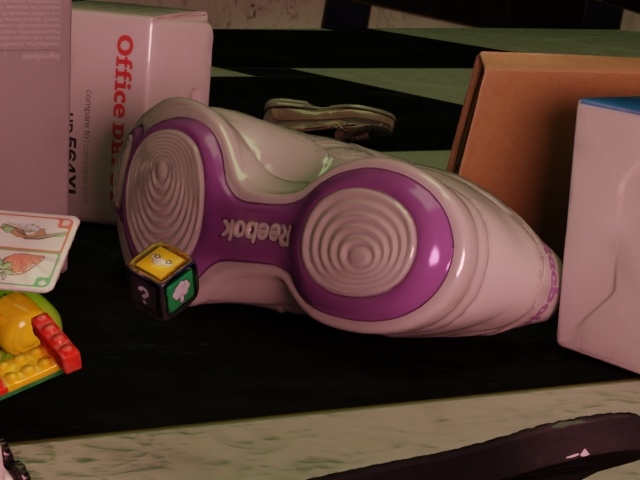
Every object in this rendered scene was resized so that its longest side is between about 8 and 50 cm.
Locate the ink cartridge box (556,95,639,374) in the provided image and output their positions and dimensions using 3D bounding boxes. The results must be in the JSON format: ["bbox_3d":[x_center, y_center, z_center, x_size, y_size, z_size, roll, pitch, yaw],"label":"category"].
[{"bbox_3d":[0.238,-0.009,1.013,0.231,0.134,0.078,-6,14,-38],"label":"ink cartridge box"}]

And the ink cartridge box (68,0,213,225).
[{"bbox_3d":[-0.187,-0.095,1.330,0.203,0.148,0.086,7,10,24],"label":"ink cartridge box"}]

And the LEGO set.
[{"bbox_3d":[-0.176,0.026,0.730,0.244,0.060,0.182,5,41,7],"label":"LEGO set"}]

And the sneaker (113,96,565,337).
[{"bbox_3d":[0.000,0.000,1.052,0.152,0.114,0.305,12,5,-45],"label":"sneaker"}]

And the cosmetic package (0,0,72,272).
[{"bbox_3d":[-0.214,-0.101,1.119,0.107,0.238,0.127,-1,8,-34],"label":"cosmetic package"}]

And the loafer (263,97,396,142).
[{"bbox_3d":[0.007,-0.105,1.778,0.125,0.039,0.045,6,-23,4],"label":"loafer"}]

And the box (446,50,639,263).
[{"bbox_3d":[0.170,-0.037,1.101,0.201,0.164,0.021,0,39,-14],"label":"box"}]

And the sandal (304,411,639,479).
[{"bbox_3d":[0.030,0.089,0.590,0.067,0.040,0.179,-3,-12,-38],"label":"sandal"}]

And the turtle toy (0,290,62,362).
[{"bbox_3d":[-0.167,0.036,0.836,0.130,0.066,0.095,-4,35,-46],"label":"turtle toy"}]
